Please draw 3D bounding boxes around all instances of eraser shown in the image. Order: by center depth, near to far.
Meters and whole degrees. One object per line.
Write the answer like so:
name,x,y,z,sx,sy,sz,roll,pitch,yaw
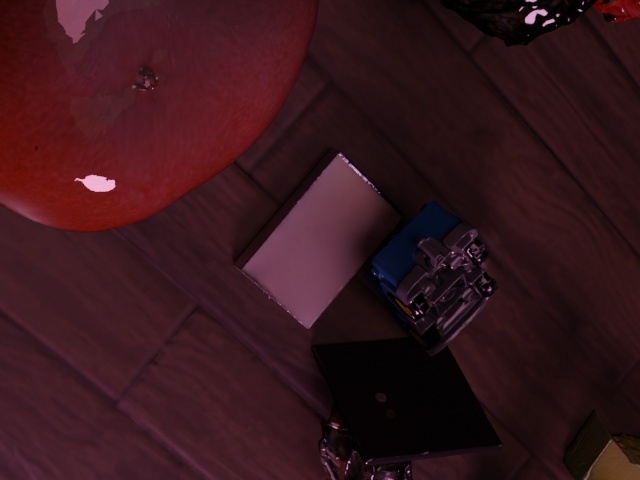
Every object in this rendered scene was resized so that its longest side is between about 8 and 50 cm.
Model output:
eraser,0.000,0.000,1.196,0.104,0.023,0.150,43,85,-29

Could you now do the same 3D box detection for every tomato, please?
tomato,-0.155,-0.170,0.925,0.341,0.273,0.341,-7,108,-24

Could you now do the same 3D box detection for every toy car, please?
toy car,0.102,0.030,1.205,0.097,0.100,0.191,-44,152,-8

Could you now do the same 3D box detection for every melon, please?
melon,0.378,0.247,1.436,0.209,0.064,0.118,2,105,-24

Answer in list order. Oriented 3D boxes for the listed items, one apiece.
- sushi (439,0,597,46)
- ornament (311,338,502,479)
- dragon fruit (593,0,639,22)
sushi,0.189,-0.342,1.051,0.171,0.211,0.350,31,75,-25
ornament,0.054,0.224,1.265,0.166,0.153,0.196,-1,129,-25
dragon fruit,0.314,-0.300,1.176,0.172,0.172,0.209,37,101,-30
